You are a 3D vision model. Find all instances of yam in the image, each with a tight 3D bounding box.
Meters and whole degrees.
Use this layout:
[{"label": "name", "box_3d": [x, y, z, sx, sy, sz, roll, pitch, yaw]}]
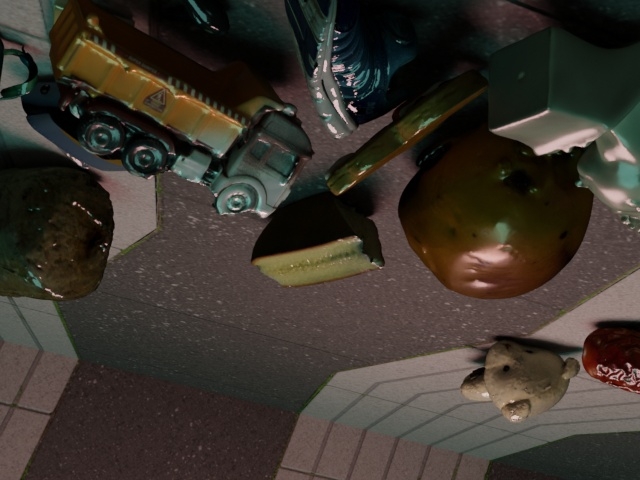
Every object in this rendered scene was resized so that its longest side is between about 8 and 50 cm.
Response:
[{"label": "yam", "box_3d": [-0.448, -0.011, 1.353, 0.300, 0.195, 0.195, 0, 157, 30]}]

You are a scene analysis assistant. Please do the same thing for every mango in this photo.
[{"label": "mango", "box_3d": [0.188, -0.028, 1.016, 0.201, 0.153, 0.287, 0, 162, -1]}]

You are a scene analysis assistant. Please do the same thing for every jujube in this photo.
[{"label": "jujube", "box_3d": [0.508, 0.195, 1.512, 0.176, 0.109, 0.112, 10, 126, 12]}]

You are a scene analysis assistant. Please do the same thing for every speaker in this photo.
[{"label": "speaker", "box_3d": [-0.352, -0.180, 1.003, 0.094, 0.075, 0.060, 14, 162, -36]}]

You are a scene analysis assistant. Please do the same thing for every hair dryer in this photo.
[{"label": "hair dryer", "box_3d": [-0.130, -0.215, 0.864, 0.083, 0.031, 0.079, 4, 150, 42]}]

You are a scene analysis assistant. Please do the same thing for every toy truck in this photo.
[{"label": "toy truck", "box_3d": [-0.135, -0.128, 0.917, 0.270, 0.135, 0.114, 26, -160, -33]}]

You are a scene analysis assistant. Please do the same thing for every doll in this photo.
[{"label": "doll", "box_3d": [0.352, 0.252, 1.770, 0.149, 0.175, 0.278, 51, 166, 1]}]

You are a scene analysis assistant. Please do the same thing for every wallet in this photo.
[{"label": "wallet", "box_3d": [-0.213, -0.125, 1.083, 0.230, 0.069, 0.170, 4, 158, 28]}]

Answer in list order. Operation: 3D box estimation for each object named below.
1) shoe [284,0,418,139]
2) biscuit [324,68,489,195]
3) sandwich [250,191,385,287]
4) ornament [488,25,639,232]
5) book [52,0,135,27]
[{"label": "shoe", "box_3d": [0.030, -0.172, 0.822, 0.106, 0.092, 0.207, -21, 154, 4]}, {"label": "biscuit", "box_3d": [0.082, -0.108, 0.875, 0.035, 0.158, 0.240, 53, 164, 0]}, {"label": "sandwich", "box_3d": [0.000, 0.000, 1.277, 0.094, 0.096, 0.258, 31, 155, -29]}, {"label": "ornament", "box_3d": [0.263, -0.099, 0.826, 0.130, 0.121, 0.285, -1, 156, 44]}, {"label": "book", "box_3d": [-0.232, -0.204, 0.957, 0.077, 0.014, 0.111, 14, 161, -14]}]
